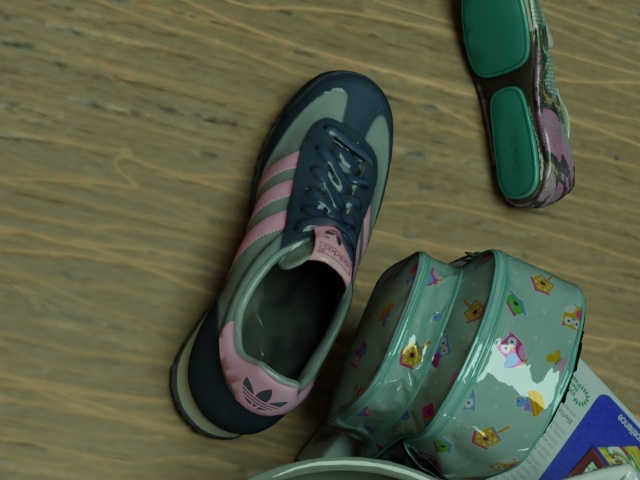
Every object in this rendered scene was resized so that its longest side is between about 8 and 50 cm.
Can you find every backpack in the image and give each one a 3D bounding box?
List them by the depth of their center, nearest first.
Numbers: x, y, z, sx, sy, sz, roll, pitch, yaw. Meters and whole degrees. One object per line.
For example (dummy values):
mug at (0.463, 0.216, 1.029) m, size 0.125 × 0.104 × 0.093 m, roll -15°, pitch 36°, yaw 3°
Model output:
backpack at (0.098, 0.088, 1.250) m, size 0.144 × 0.188 × 0.166 m, roll 31°, pitch 65°, yaw -17°

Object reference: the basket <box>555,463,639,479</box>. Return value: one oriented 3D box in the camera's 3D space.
basket at (0.181, 0.259, 1.304) m, size 0.113 × 0.103 × 0.167 m, roll -11°, pitch 85°, yaw -30°

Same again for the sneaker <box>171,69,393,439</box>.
sneaker at (0.000, 0.000, 1.324) m, size 0.112 × 0.131 × 0.319 m, roll 28°, pitch 66°, yaw -20°

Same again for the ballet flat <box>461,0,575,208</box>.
ballet flat at (0.172, -0.137, 1.491) m, size 0.079 × 0.077 × 0.221 m, roll -9°, pitch 87°, yaw -48°

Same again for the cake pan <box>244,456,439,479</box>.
cake pan at (0.004, 0.288, 1.241) m, size 0.293 × 0.054 × 0.293 m, roll -2°, pitch 99°, yaw -10°

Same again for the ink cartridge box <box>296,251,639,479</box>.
ink cartridge box at (0.132, 0.221, 1.382) m, size 0.303 × 0.072 × 0.307 m, roll 47°, pitch 64°, yaw -12°
